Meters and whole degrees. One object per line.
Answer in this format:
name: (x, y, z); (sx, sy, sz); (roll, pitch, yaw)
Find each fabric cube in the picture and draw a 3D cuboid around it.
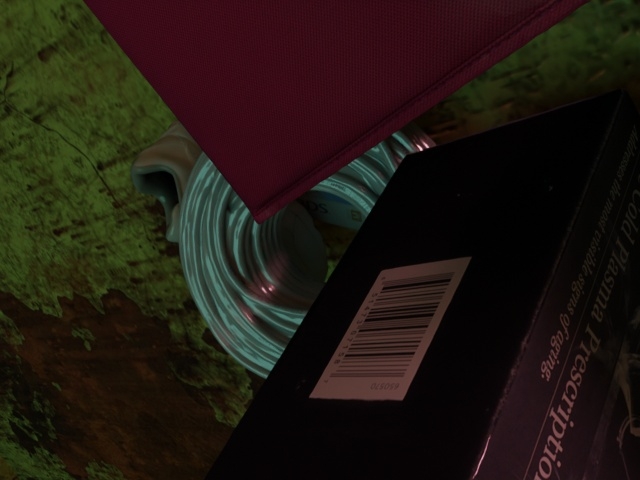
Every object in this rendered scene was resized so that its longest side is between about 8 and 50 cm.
fabric cube: (0.018, -0.211, 0.424); (0.258, 0.259, 0.254); (53, 138, -8)

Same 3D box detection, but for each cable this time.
cable: (0.000, 0.000, 0.645); (0.257, 0.089, 0.257); (-36, 93, 23)

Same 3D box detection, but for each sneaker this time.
sneaker: (-0.099, -0.016, 0.752); (0.232, 0.115, 0.090); (39, 140, 8)

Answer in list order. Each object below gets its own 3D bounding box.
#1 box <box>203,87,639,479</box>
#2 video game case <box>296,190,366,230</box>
box: (0.134, 0.147, 0.451); (0.179, 0.343, 0.312); (-12, 127, 48)
video game case: (-0.036, -0.116, 0.725); (0.193, 0.023, 0.212); (14, 130, 32)
